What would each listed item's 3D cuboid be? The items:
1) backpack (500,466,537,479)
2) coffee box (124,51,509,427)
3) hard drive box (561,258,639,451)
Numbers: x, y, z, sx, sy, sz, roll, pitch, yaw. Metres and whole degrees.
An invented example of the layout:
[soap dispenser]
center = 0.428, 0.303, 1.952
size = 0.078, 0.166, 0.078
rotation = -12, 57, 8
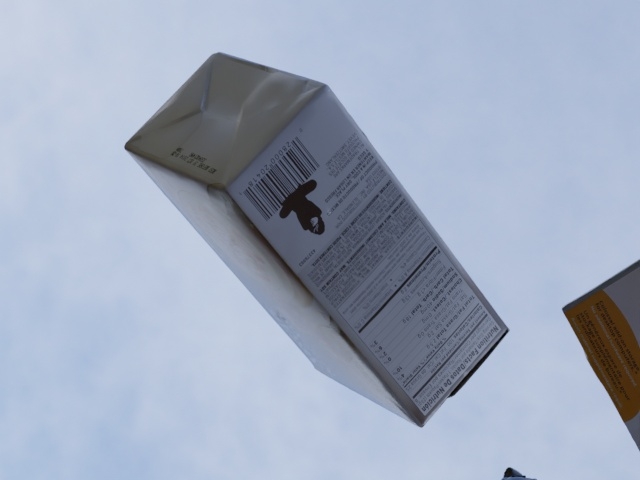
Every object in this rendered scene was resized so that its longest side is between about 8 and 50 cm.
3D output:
[backpack]
center = 0.135, 0.274, 1.235
size = 0.115, 0.152, 0.182
rotation = 66, -7, -22
[coffee box]
center = 0.000, 0.000, 1.069
size = 0.141, 0.098, 0.246
rotation = 26, -21, 53
[hard drive box]
center = 0.272, 0.064, 0.920
size = 0.181, 0.089, 0.232
rotation = 62, -32, 10
